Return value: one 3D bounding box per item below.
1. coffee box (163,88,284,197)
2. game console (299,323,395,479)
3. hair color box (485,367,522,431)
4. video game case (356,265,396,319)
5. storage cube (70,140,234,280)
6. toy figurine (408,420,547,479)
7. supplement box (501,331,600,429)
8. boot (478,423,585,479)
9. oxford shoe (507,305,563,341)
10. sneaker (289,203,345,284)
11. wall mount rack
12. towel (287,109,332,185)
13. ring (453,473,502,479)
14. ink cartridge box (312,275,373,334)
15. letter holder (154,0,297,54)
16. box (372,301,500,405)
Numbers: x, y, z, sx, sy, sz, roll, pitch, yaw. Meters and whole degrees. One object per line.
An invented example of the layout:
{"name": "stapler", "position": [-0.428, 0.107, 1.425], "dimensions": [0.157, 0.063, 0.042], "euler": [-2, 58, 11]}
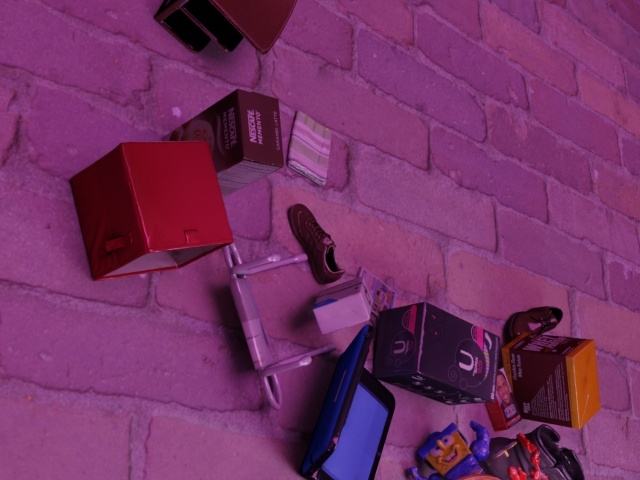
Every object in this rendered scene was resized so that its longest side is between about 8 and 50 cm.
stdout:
{"name": "coffee box", "position": [-0.187, -0.168, 1.584], "dimensions": [0.098, 0.246, 0.141], "euler": [8, 68, -43]}
{"name": "game console", "position": [0.088, 0.363, 1.704], "dimensions": [0.173, 0.250, 0.293], "euler": [25, 53, -4]}
{"name": "hair color box", "position": [0.450, 0.400, 2.126], "dimensions": [0.072, 0.043, 0.141], "euler": [-17, 85, -46]}
{"name": "video game case", "position": [0.125, 0.127, 1.941], "dimensions": [0.122, 0.011, 0.087], "euler": [38, 50, -27]}
{"name": "storage cube", "position": [-0.296, -0.053, 1.476], "dimensions": [0.215, 0.183, 0.193], "euler": [-7, 78, -45]}
{"name": "toy figurine", "position": [0.288, 0.523, 1.864], "dimensions": [0.362, 0.217, 0.191], "euler": [-40, 126, -1]}
{"name": "supplement box", "position": [0.583, 0.349, 2.134], "dimensions": [0.129, 0.194, 0.191], "euler": [-21, 107, -46]}
{"name": "boot", "position": [0.532, 0.587, 2.000], "dimensions": [0.338, 0.222, 0.118], "euler": [49, 46, -18]}
{"name": "oxford shoe", "position": [0.586, 0.222, 2.294], "dimensions": [0.227, 0.096, 0.083], "euler": [-23, 92, -45]}
{"name": "sneaker", "position": [0.000, 0.000, 1.826], "dimensions": [0.066, 0.071, 0.188], "euler": [-27, 94, -46]}
{"name": "wall mount rack", "position": [-0.076, 0.143, 1.665], "dimensions": [0.304, 0.130, 0.350], "euler": [16, 57, -82]}
{"name": "towel", "position": [-0.021, -0.213, 1.926], "dimensions": [0.113, 0.023, 0.152], "euler": [29, 55, -34]}
{"name": "ring", "position": [0.286, 0.638, 1.741], "dimensions": [0.336, 0.032, 0.337], "euler": [-11, 113, -27]}
{"name": "ink cartridge box", "position": [0.049, 0.128, 1.742], "dimensions": [0.180, 0.104, 0.060], "euler": [-64, 133, -78]}
{"name": "letter holder", "position": [-0.180, -0.528, 1.808], "dimensions": [0.214, 0.152, 0.302], "euler": [41, 50, -28]}
{"name": "box", "position": [0.268, 0.264, 1.923], "dimensions": [0.270, 0.143, 0.165], "euler": [25, 63, -35]}
